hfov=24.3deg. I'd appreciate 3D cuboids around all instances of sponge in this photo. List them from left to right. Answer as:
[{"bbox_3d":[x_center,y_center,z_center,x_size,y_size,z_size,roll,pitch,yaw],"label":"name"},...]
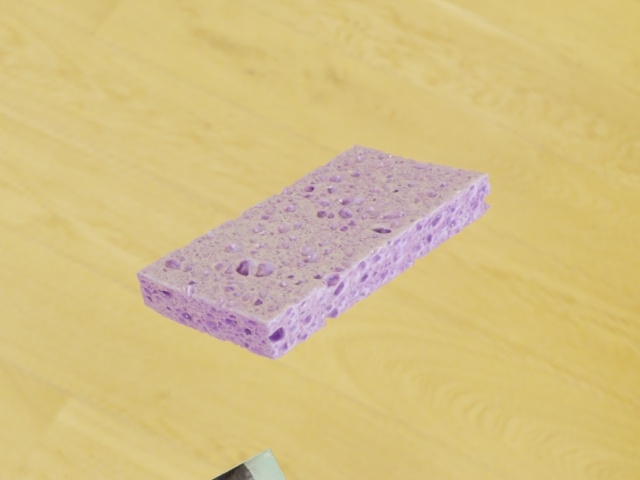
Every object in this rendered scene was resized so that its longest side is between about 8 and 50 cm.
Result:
[{"bbox_3d":[0.000,0.000,0.947,0.117,0.031,0.210,18,39,41],"label":"sponge"}]

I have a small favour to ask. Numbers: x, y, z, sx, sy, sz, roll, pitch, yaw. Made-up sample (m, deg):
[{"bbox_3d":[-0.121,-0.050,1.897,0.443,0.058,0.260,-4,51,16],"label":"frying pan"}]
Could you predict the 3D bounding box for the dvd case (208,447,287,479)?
[{"bbox_3d":[-0.048,0.234,1.161,0.087,0.013,0.119,-24,84,-26],"label":"dvd case"}]
